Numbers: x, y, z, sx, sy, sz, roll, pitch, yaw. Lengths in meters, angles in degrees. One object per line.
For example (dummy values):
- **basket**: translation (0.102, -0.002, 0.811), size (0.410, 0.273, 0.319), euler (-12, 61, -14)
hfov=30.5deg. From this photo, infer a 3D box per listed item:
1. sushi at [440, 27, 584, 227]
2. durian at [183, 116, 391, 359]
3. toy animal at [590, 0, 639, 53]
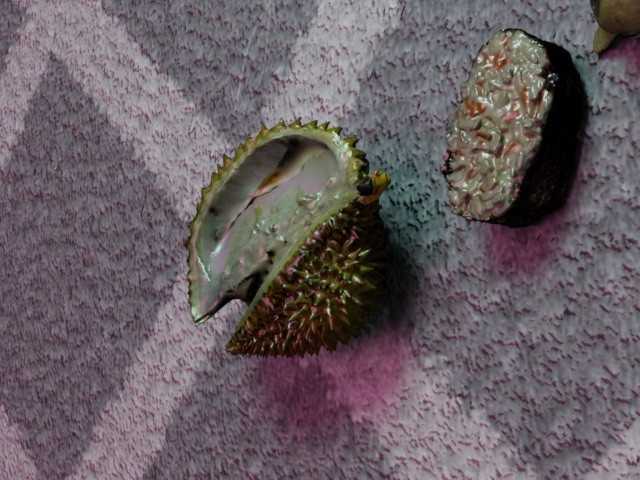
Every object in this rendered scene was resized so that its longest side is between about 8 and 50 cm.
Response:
- **sushi**: translation (0.151, -0.085, 0.909), size (0.090, 0.078, 0.150), euler (20, 97, 46)
- **durian**: translation (0.000, 0.000, 1.010), size (0.237, 0.138, 0.193), euler (-26, 63, 44)
- **toy animal**: translation (0.239, -0.183, 0.844), size (0.098, 0.137, 0.098), euler (-4, 61, 7)
